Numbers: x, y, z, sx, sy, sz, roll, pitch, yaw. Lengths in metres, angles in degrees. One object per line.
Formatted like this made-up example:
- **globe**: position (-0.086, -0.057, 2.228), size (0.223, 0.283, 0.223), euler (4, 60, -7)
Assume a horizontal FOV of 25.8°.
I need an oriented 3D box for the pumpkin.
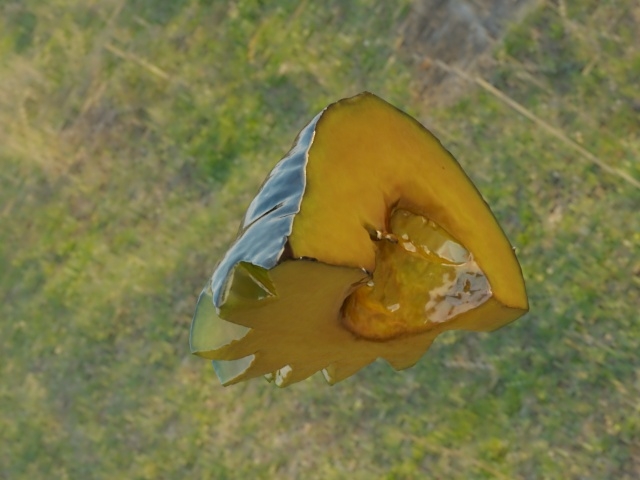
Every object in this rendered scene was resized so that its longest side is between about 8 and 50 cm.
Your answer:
- **pumpkin**: position (0.000, 0.000, 0.863), size (0.130, 0.254, 0.149), euler (-33, 64, 33)
